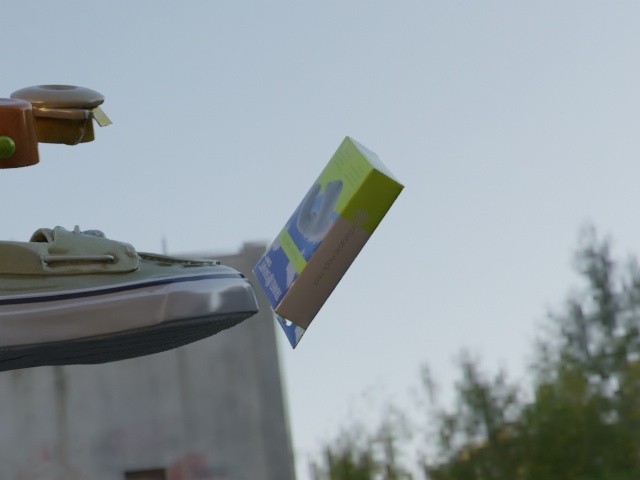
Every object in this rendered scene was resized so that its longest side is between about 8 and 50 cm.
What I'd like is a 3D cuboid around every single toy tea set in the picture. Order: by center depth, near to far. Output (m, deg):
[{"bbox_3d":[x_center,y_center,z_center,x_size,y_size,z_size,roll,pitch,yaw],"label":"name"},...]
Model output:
[{"bbox_3d":[-0.322,-0.061,1.464,0.200,0.124,0.336,6,13,16],"label":"toy tea set"}]

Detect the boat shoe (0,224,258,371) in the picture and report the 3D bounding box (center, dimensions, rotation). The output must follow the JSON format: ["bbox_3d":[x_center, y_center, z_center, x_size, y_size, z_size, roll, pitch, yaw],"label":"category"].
[{"bbox_3d":[-0.178,0.035,1.196,0.302,0.094,0.109,-4,-16,-38],"label":"boat shoe"}]

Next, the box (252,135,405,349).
[{"bbox_3d":[0.000,0.000,1.549,0.042,0.178,0.109,31,10,-21],"label":"box"}]
